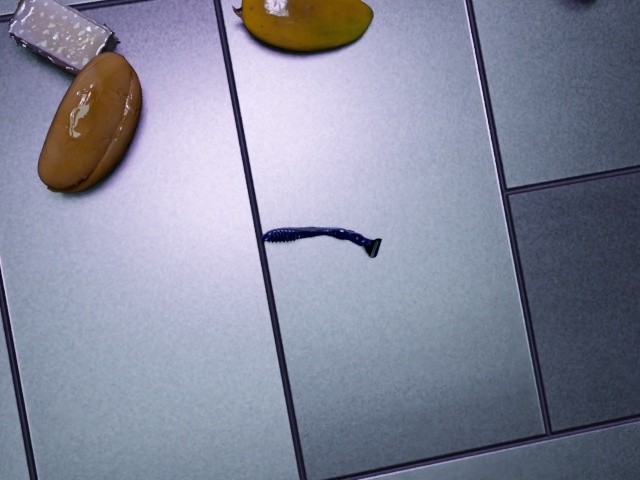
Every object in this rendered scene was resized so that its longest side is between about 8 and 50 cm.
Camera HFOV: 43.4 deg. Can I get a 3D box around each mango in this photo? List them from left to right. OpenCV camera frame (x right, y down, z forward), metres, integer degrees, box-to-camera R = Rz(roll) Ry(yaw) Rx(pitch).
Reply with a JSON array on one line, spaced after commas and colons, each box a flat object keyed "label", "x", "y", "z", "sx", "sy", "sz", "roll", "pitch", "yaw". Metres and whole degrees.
[{"label": "mango", "x": -0.021, "y": -0.294, "z": 1.037, "sx": 0.188, "sy": 0.066, "sz": 0.101, "roll": 6, "pitch": 88, "yaw": -13}]

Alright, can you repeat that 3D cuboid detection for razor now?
[{"label": "razor", "x": 0.001, "y": -0.004, "z": 1.046, "sx": 0.155, "sy": 0.044, "sz": 0.028, "roll": 5, "pitch": 58, "yaw": -2}]

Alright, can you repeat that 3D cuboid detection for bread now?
[{"label": "bread", "x": -0.274, "y": -0.138, "z": 0.982, "sx": 0.077, "sy": 0.114, "sz": 0.189, "roll": 25, "pitch": 91, "yaw": 11}]

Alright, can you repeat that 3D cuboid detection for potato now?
[{"label": "potato", "x": -0.321, "y": -0.258, "z": 1.007, "sx": 0.122, "sy": 0.061, "sz": 0.086, "roll": 30, "pitch": 86, "yaw": -2}]
